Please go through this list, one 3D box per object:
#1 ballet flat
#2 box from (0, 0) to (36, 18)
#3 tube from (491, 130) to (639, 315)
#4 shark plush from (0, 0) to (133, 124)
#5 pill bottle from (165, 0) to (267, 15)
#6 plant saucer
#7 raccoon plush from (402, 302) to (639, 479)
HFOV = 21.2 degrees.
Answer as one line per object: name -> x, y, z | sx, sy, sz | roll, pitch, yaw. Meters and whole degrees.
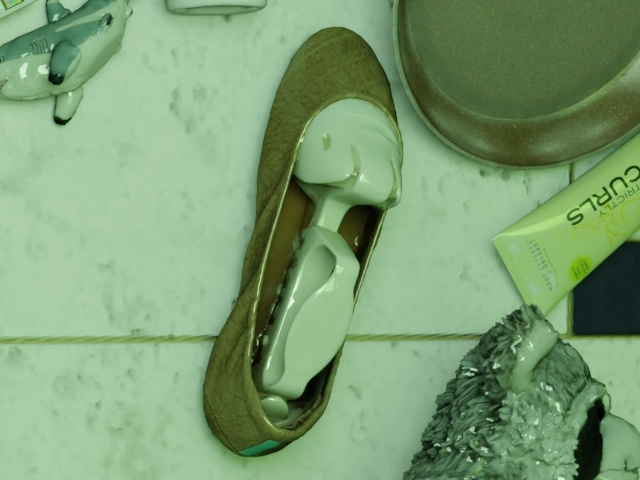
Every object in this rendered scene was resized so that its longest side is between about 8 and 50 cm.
ballet flat -> 0.000, 0.000, 1.288 | 0.116, 0.124, 0.342 | 22, 81, -23
box -> -0.267, -0.184, 1.222 | 0.136, 0.028, 0.081 | -31, 102, -23
tube -> 0.251, -0.035, 1.438 | 0.240, 0.062, 0.070 | -37, 77, -15
shark plush -> -0.179, -0.162, 1.249 | 0.067, 0.073, 0.161 | 34, 80, 11
pill bottle -> -0.080, -0.240, 1.276 | 0.078, 0.078, 0.137 | -3, 91, -24
plant saucer -> 0.187, -0.206, 1.359 | 0.310, 0.050, 0.311 | -13, 122, -21
raccoon plush -> 0.039, 0.211, 1.274 | 0.446, 0.216, 0.299 | -4, 84, -24
